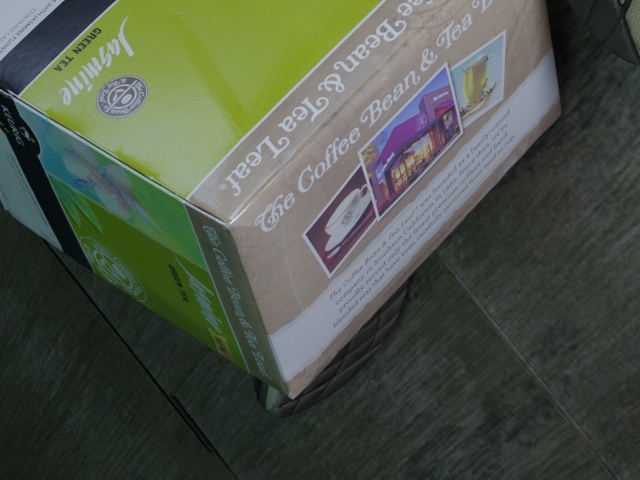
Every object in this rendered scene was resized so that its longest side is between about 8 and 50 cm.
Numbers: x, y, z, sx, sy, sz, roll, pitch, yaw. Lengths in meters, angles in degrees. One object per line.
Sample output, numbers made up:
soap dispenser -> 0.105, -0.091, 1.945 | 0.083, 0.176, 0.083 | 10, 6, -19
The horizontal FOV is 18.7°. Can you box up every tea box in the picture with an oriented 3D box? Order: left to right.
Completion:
tea box -> -0.050, -0.121, 1.444 | 0.323, 0.329, 0.220 | 31, 155, 32

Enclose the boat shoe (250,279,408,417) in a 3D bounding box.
boat shoe -> 0.000, 0.000, 1.701 | 0.130, 0.132, 0.355 | 45, 133, 32

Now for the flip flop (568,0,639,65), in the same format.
flip flop -> 0.197, -0.253, 1.331 | 0.112, 0.080, 0.277 | -42, 67, 57
